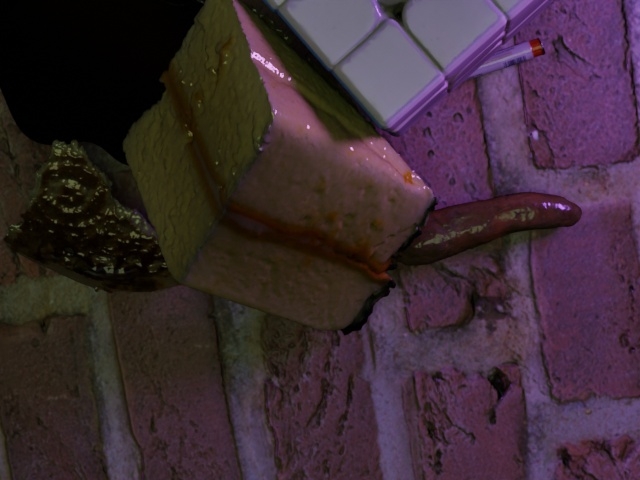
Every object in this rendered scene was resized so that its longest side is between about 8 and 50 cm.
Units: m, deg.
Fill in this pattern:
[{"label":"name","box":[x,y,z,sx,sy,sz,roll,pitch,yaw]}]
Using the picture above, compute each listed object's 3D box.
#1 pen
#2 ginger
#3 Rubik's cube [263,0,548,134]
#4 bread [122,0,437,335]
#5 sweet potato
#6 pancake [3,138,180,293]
[{"label":"pen","box":[0.187,-0.226,1.762,0.239,0.028,0.028,-17,98,8]},{"label":"ginger","box":[-0.253,-0.310,1.706,0.358,0.211,0.413,21,134,5]},{"label":"Rubik's cube","box":[0.098,-0.327,1.606,0.291,0.291,0.290,-42,87,8]},{"label":"bread","box":[-0.040,-0.081,1.675,0.346,0.405,0.242,-42,52,34]},{"label":"sweet potato","box":[0.221,-0.024,1.776,0.273,0.075,0.075,-14,98,4]},{"label":"pancake","box":[-0.313,-0.035,1.805,0.266,0.057,0.244,-2,118,4]}]
